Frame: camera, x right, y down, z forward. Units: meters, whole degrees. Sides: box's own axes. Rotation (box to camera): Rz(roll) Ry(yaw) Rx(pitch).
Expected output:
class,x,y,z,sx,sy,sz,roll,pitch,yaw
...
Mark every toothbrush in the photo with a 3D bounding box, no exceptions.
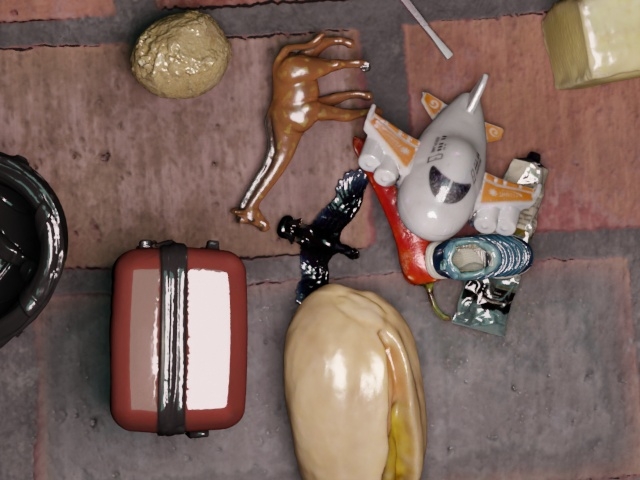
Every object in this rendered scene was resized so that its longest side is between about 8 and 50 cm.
class,x,y,z,sx,sy,sz,roll,pitch,yaw
toothbrush,0.112,-0.319,1.967,0.017,0.014,0.194,-41,89,-4

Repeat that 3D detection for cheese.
class,x,y,z,sx,sy,sz,roll,pitch,yaw
cheese,0.437,-0.273,1.861,0.266,0.242,0.123,-13,97,-2

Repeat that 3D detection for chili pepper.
class,x,y,z,sx,sy,sz,roll,pitch,yaw
chili pepper,0.116,-0.020,1.925,0.071,0.063,0.272,-22,88,-36

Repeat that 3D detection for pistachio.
class,x,y,z,sx,sy,sz,roll,pitch,yaw
pistachio,0.037,0.203,1.865,0.188,0.187,0.299,-4,94,-2

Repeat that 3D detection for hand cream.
class,x,y,z,sx,sy,sz,roll,pitch,yaw
hand cream,0.244,0.001,1.940,0.075,0.052,0.247,18,89,5

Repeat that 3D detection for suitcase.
class,x,y,z,sx,sy,sz,roll,pitch,yaw
suitcase,-0.178,0.120,1.795,0.161,0.297,0.236,1,87,-9

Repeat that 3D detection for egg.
class,x,y,z,sx,sy,sz,roll,pitch,yaw
egg,-0.179,-0.241,1.905,0.140,0.116,0.118,-21,64,-29

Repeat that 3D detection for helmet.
class,x,y,z,sx,sy,sz,roll,pitch,yaw
helmet,-0.431,0.015,1.861,0.231,0.160,0.279,29,101,0

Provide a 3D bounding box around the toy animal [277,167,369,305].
class,x,y,z,sx,sy,sz,roll,pitch,yaw
toy animal,0.000,0.000,1.932,0.108,0.062,0.220,19,85,-20

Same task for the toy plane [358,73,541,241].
class,x,y,z,sx,sy,sz,roll,pitch,yaw
toy plane,0.165,-0.102,1.873,0.245,0.117,0.244,12,53,-16

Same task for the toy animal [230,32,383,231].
class,x,y,z,sx,sy,sz,roll,pitch,yaw
toy animal,-0.031,-0.143,1.931,0.230,0.066,0.224,-20,103,-13

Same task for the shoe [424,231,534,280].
class,x,y,z,sx,sy,sz,roll,pitch,yaw
shoe,0.207,0.021,1.876,0.143,0.071,0.063,-2,92,-14
